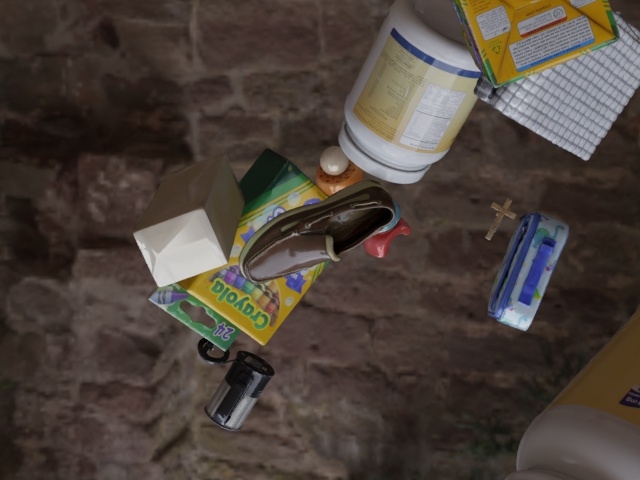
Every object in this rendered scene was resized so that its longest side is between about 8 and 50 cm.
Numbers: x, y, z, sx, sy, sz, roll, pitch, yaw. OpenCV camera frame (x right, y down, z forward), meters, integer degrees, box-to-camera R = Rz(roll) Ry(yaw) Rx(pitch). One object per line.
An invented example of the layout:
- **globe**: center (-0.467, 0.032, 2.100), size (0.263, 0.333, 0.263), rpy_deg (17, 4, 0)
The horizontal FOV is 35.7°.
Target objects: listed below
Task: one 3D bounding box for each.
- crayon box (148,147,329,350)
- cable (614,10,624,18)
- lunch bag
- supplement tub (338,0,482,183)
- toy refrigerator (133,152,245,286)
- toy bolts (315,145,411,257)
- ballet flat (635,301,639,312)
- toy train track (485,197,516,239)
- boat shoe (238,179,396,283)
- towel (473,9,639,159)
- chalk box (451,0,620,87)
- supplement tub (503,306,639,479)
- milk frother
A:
- **crayon box**: center (-0.109, 0.034, 1.686), size (0.203, 0.323, 0.083), rpy_deg (41, 175, -39)
- **cable**: center (0.483, -0.402, 2.039), size (0.257, 0.089, 0.257), rpy_deg (-15, -162, 8)
- **lunch bag**: center (0.387, 0.055, 1.863), size (0.090, 0.218, 0.176), rpy_deg (21, -177, 3)
- **supplement tub**: center (0.182, -0.289, 1.911), size (0.228, 0.316, 0.228), rpy_deg (18, -144, -14)
- **toy refrigerator**: center (-0.177, -0.032, 1.408), size (0.102, 0.094, 0.269), rpy_deg (-20, -162, 7)
- **toy bolts**: center (0.049, -0.065, 1.993), size (0.229, 0.158, 0.218), rpy_deg (28, -115, 35)
- **ballet flat**: center (0.586, 0.208, 1.768), size (0.084, 0.249, 0.058), rpy_deg (7, -149, 17)
- **toy train track**: center (0.323, -0.038, 1.800), size (0.048, 0.083, 0.014), rpy_deg (30, 174, 7)
- **boat shoe**: center (-0.003, -0.006, 1.510), size (0.258, 0.095, 0.095), rpy_deg (-31, -147, -2)
- **towel**: center (0.414, -0.292, 1.680), size (0.284, 0.235, 0.121), rpy_deg (17, -159, -43)
- **chalk box**: center (0.283, -0.348, 1.414), size (0.180, 0.179, 0.289), rpy_deg (-21, -165, 10)
- **supplement tub**: center (0.327, 0.189, 0.875), size (0.331, 0.241, 0.241), rpy_deg (-41, -146, -24)
- **milk frother**: center (-0.188, 0.272, 1.907), size (0.143, 0.134, 0.129), rpy_deg (35, -169, 21)
